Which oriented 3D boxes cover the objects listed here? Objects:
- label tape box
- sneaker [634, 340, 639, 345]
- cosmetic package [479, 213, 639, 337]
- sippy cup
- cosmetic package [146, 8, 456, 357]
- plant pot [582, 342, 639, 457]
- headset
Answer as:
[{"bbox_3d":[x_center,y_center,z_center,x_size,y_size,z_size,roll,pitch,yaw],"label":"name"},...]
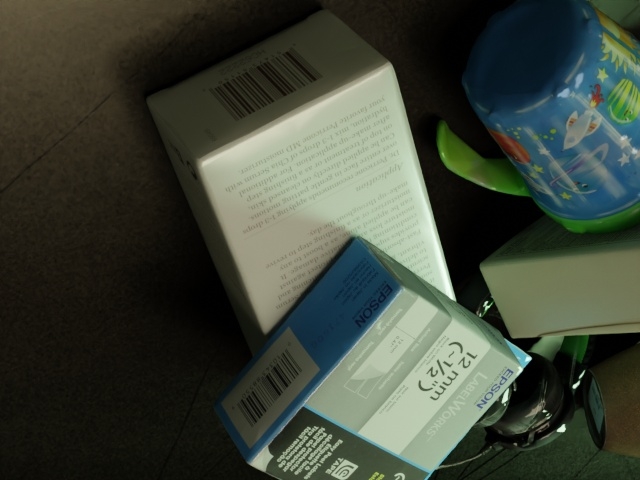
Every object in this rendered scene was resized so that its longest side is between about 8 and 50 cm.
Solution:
[{"bbox_3d":[0.090,0.183,1.517,0.348,0.115,0.249,34,100,-39],"label":"label tape box"},{"bbox_3d":[0.516,0.178,1.987,0.300,0.111,0.121,-32,149,-7],"label":"sneaker"},{"bbox_3d":[0.361,0.027,1.609,0.160,0.309,0.113,-34,104,-35],"label":"cosmetic package"},{"bbox_3d":[0.285,-0.157,1.526,0.305,0.240,0.224,-48,132,8],"label":"sippy cup"},{"bbox_3d":[0.000,0.000,1.524,0.230,0.161,0.453,-28,129,-11],"label":"cosmetic package"},{"bbox_3d":[0.471,0.206,1.789,0.230,0.215,0.215,-7,125,-4],"label":"plant pot"},{"bbox_3d":[0.244,0.212,1.786,0.243,0.185,0.394,23,95,-37],"label":"headset"}]
